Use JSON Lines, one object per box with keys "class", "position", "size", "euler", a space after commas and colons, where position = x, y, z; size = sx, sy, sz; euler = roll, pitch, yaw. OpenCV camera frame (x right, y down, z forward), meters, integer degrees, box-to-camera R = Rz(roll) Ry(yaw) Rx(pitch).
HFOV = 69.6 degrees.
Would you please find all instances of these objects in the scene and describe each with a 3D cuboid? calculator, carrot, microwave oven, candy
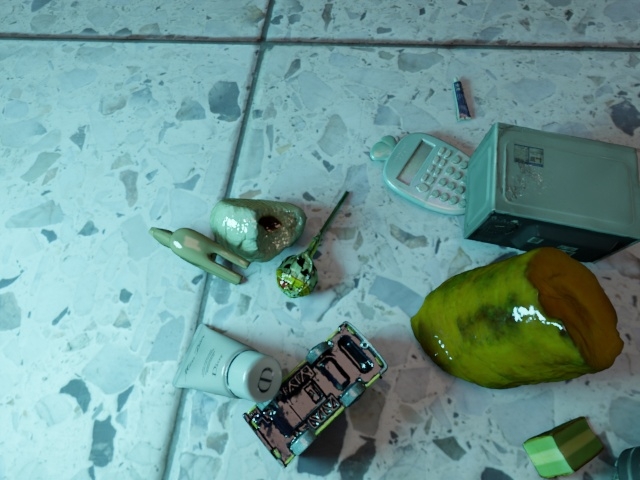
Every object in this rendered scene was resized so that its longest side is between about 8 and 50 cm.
{"class": "calculator", "position": [0.259, -0.167, 1.116], "size": [0.295, 0.042, 0.184], "euler": [31, 73, 14]}
{"class": "carrot", "position": [0.368, 0.153, 0.874], "size": [0.241, 0.340, 0.242], "euler": [10, 67, -24]}
{"class": "microwave oven", "position": [0.472, -0.091, 0.971], "size": [0.294, 0.181, 0.238], "euler": [11, 70, 0]}
{"class": "candy", "position": [0.000, 0.000, 1.060], "size": [0.091, 0.083, 0.306], "euler": [25, 63, 17]}

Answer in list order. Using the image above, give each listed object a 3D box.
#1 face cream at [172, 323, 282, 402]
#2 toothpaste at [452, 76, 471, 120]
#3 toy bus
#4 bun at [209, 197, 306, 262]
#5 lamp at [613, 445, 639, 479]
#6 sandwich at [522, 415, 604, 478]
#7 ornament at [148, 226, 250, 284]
{"class": "face cream", "position": [-0.191, 0.242, 0.893], "size": [0.314, 0.089, 0.143], "euler": [-6, 58, 51]}
{"class": "toothpaste", "position": [0.364, -0.371, 1.204], "size": [0.037, 0.021, 0.140], "euler": [-5, 68, 2]}
{"class": "toy bus", "position": [-0.003, 0.288, 0.885], "size": [0.262, 0.150, 0.128], "euler": [-41, 73, -7]}
{"class": "bun", "position": [-0.137, -0.023, 1.019], "size": [0.212, 0.204, 0.127], "euler": [3, 105, -11]}
{"class": "lamp", "position": [0.610, 0.413, 0.700], "size": [0.205, 0.374, 0.272], "euler": [43, 110, -4]}
{"class": "sandwich", "position": [0.461, 0.391, 0.875], "size": [0.116, 0.074, 0.074], "euler": [-7, 61, -33]}
{"class": "ornament", "position": [-0.276, 0.022, 1.009], "size": [0.244, 0.230, 0.061], "euler": [29, 78, -5]}
